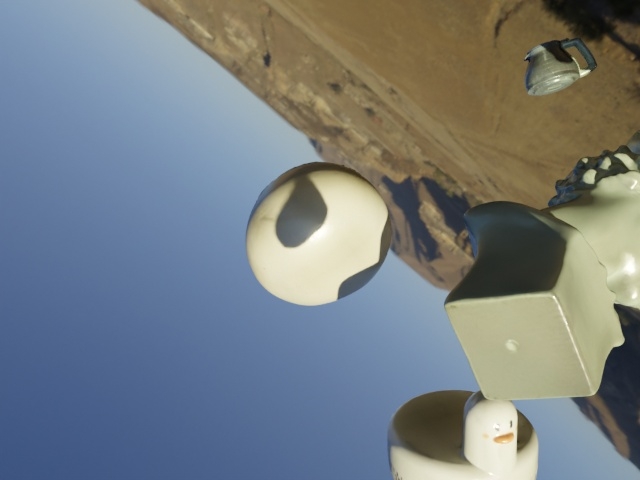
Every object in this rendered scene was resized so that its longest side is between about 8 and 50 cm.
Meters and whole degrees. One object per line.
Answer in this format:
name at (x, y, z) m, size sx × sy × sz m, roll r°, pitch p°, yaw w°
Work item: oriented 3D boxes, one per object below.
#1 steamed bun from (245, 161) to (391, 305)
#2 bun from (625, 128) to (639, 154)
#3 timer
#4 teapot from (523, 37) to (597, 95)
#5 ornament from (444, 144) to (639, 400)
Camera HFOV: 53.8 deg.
steamed bun at (0.000, 0.000, 1.343) m, size 0.324 × 0.324 × 0.206 m, roll 34°, pitch -160°, yaw -40°
bun at (0.472, -0.053, 0.725) m, size 0.259 × 0.160 × 0.259 m, roll 16°, pitch -145°, yaw -12°
timer at (0.218, 0.305, 0.971) m, size 0.233 × 0.240 × 0.233 m, roll -2°, pitch -162°, yaw 1°
teapot at (0.301, -0.224, 0.803) m, size 0.066 × 0.087 × 0.057 m, roll 8°, pitch -113°, yaw -74°
ornament at (0.186, 0.009, 0.462) m, size 0.285 × 0.130 × 0.120 m, roll -19°, pitch -170°, yaw -40°
